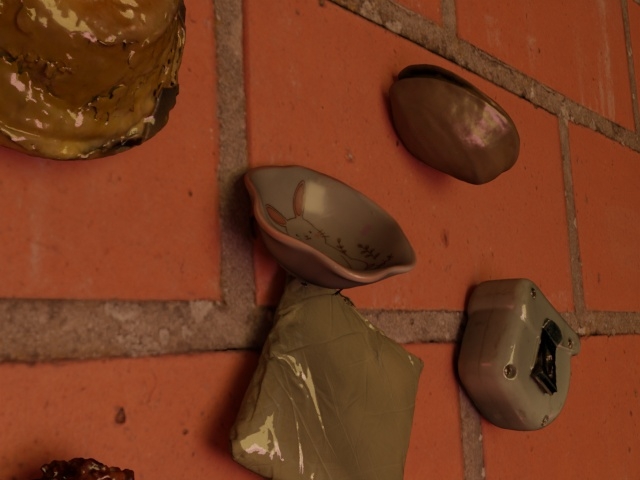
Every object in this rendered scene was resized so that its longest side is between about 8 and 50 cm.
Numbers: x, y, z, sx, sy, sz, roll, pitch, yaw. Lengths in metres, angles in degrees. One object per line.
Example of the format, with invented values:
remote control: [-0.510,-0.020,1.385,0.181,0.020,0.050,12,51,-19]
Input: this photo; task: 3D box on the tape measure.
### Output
tape measure: [0.347,0.196,1.202,0.243,0.125,0.246,42,53,-34]

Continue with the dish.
dish: [0.000,0.000,0.855,0.229,0.081,0.229,22,28,-13]

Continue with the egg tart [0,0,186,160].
egg tart: [-0.231,-0.241,0.631,0.341,0.132,0.341,15,69,-45]

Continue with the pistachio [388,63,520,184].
pistachio: [0.209,-0.181,1.114,0.238,0.153,0.137,33,45,-9]

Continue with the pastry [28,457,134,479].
pastry: [-0.229,0.274,0.568,0.115,0.097,0.208,46,54,-28]

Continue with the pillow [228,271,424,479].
pillow: [0.019,0.200,0.878,0.281,0.076,0.274,43,46,-30]
